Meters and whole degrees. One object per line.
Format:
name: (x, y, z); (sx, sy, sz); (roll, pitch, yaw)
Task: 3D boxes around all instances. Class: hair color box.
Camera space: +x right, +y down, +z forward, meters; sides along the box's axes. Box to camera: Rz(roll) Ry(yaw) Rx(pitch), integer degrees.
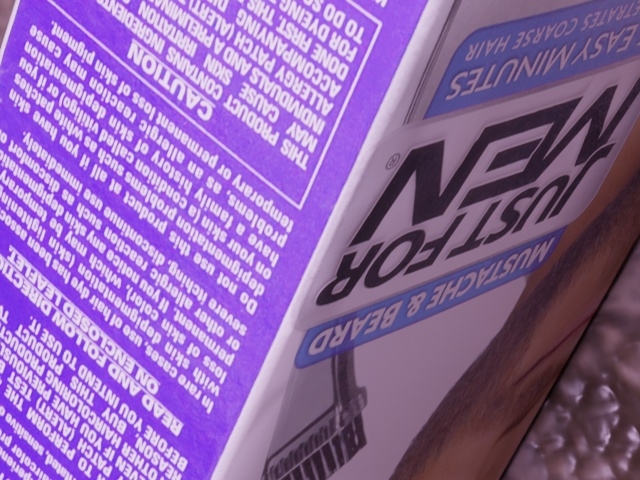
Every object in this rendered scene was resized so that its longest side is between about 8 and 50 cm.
hair color box: (0.000, 0.000, 0.487); (0.110, 0.185, 0.339); (41, 126, 22)
